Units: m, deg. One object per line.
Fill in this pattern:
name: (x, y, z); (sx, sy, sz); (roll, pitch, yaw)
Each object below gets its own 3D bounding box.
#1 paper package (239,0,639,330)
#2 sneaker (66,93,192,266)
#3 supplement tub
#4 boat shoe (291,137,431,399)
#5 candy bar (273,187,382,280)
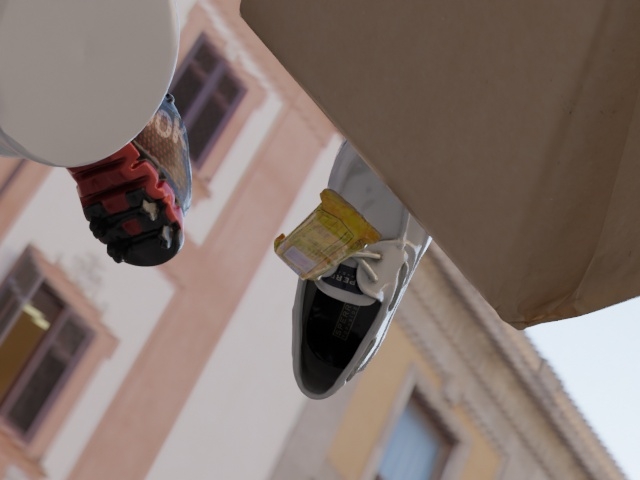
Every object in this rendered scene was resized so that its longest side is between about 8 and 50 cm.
paper package: (0.115, -0.182, 0.810); (0.309, 0.168, 0.325); (51, -42, 39)
sneaker: (-0.197, -0.113, 1.432); (0.097, 0.135, 0.276); (-13, -58, 26)
supplement tub: (-0.254, -0.172, 1.170); (0.272, 0.191, 0.191); (26, -32, 41)
boat shoe: (0.028, 0.016, 1.256); (0.096, 0.088, 0.267); (25, -53, 6)
candy bar: (0.000, 0.000, 0.906); (0.040, 0.018, 0.161); (40, -15, -3)
